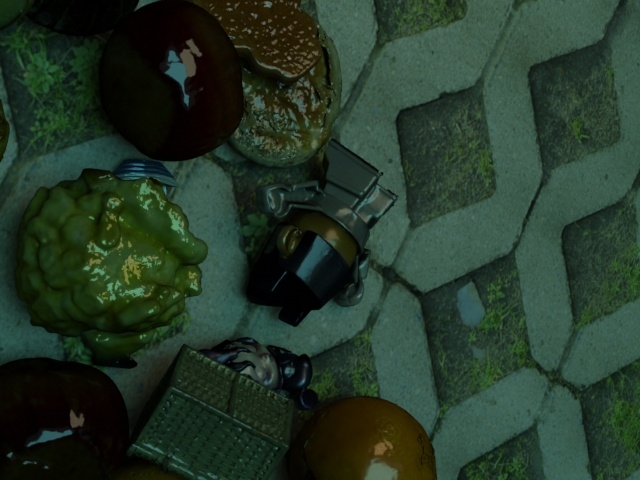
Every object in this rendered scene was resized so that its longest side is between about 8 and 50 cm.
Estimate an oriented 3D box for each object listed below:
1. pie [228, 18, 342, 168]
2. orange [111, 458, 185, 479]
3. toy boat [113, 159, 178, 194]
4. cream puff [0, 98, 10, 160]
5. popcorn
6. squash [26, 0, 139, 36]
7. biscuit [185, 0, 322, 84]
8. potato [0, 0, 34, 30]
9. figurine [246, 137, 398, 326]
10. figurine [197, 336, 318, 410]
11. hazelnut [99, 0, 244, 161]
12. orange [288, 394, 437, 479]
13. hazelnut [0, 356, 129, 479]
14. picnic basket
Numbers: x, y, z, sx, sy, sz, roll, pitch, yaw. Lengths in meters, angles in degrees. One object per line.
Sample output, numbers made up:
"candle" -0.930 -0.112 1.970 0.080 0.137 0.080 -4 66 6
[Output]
"pie" -0.070 -0.253 1.692 0.274 0.055 0.274 3 85 -32
"orange" -0.256 0.417 1.540 0.193 0.161 0.193 -8 103 -38
"toy boat" -0.261 -0.057 1.594 0.105 0.034 0.149 -23 102 -26
"cream puff" -0.495 -0.139 1.416 0.146 0.116 0.146 16 58 -28
"popcorn" -0.285 0.030 1.462 0.293 0.293 0.237 17 67 -30
"squash" -0.344 -0.378 1.468 0.193 0.156 0.193 8 80 -54
"biscuit" -0.132 -0.386 1.624 0.334 0.047 0.202 47 66 -8
"potato" -0.477 -0.340 1.371 0.271 0.111 0.160 -13 103 12
"figurine" 0.000 -0.002 1.691 0.308 0.143 0.309 1 88 -32
"figurine" -0.128 0.220 1.642 0.222 0.145 0.145 12 86 -35
"hazelnut" -0.211 -0.236 1.511 0.229 0.229 0.230 -1 92 -31
"orange" 0.065 0.372 1.686 0.246 0.246 0.246 -1 92 -31
"hazelnut" -0.387 0.268 1.445 0.233 0.218 0.218 1 91 -25
"picnic basket" -0.161 0.278 1.512 0.196 0.134 0.154 28 111 -11
